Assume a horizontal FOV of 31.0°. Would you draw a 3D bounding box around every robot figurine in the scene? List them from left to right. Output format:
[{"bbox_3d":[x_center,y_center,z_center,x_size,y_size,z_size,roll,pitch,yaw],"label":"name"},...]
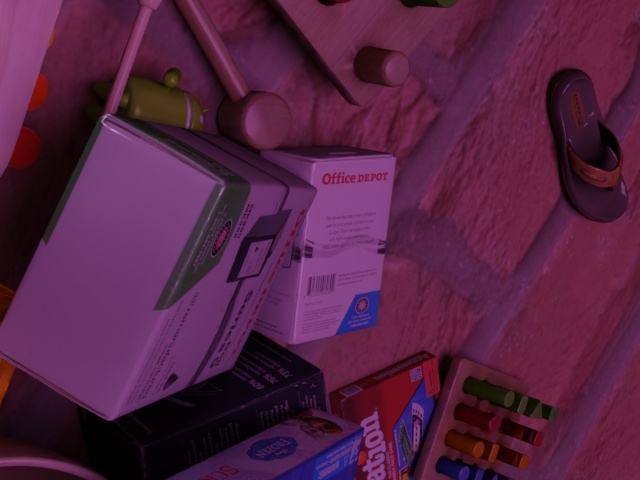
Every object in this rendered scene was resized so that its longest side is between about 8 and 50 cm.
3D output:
[{"bbox_3d":[-0.160,-0.116,1.085,0.115,0.067,0.101,12,106,-38],"label":"robot figurine"}]

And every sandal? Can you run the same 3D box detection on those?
[{"bbox_3d":[0.346,-0.113,1.444,0.090,0.060,0.219,-32,120,-23],"label":"sandal"}]

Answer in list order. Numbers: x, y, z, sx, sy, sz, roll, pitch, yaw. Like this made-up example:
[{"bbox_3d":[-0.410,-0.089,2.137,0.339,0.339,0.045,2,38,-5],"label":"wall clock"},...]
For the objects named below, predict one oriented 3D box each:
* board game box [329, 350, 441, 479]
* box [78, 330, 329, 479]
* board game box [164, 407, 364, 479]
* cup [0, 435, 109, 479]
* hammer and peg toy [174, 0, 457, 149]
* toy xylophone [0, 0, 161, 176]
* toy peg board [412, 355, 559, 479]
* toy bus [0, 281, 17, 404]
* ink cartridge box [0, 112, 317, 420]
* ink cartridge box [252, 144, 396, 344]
[{"bbox_3d":[0.093,0.287,1.407,0.145,0.027,0.281,-20,114,-28],"label":"board game box"},{"bbox_3d":[-0.114,0.185,1.154,0.207,0.153,0.108,-20,115,-28],"label":"box"},{"bbox_3d":[-0.084,0.335,1.002,0.318,0.066,0.318,-13,117,-62],"label":"board game box"},{"bbox_3d":[-0.327,0.296,0.984,0.331,0.237,0.331,-11,111,-32],"label":"cup"},{"bbox_3d":[0.012,-0.268,1.123,0.361,0.127,0.266,-49,125,-13],"label":"hammer and peg toy"},{"bbox_3d":[-0.271,-0.179,0.980,0.236,0.081,0.323,27,87,-37],"label":"toy xylophone"},{"bbox_3d":[0.213,0.244,1.423,0.161,0.079,0.161,24,83,-45],"label":"toy peg board"},{"bbox_3d":[-0.345,0.060,0.958,0.211,0.220,0.149,-2,114,-68],"label":"toy bus"},{"bbox_3d":[-0.127,0.016,1.005,0.211,0.121,0.289,-64,168,8],"label":"ink cartridge box"},{"bbox_3d":[0.000,0.000,1.206,0.139,0.082,0.191,-7,107,-49],"label":"ink cartridge box"}]
